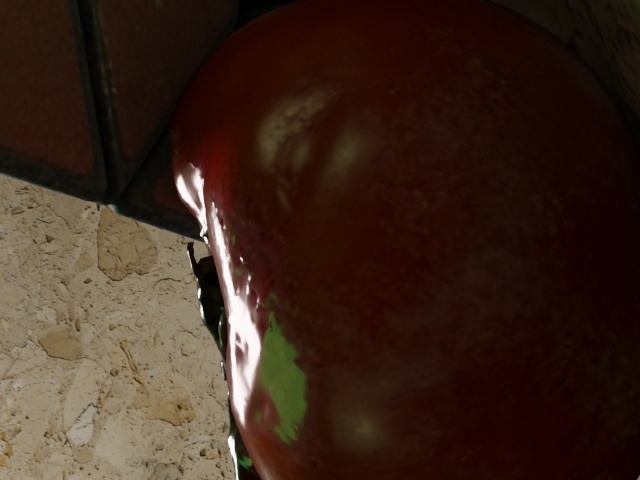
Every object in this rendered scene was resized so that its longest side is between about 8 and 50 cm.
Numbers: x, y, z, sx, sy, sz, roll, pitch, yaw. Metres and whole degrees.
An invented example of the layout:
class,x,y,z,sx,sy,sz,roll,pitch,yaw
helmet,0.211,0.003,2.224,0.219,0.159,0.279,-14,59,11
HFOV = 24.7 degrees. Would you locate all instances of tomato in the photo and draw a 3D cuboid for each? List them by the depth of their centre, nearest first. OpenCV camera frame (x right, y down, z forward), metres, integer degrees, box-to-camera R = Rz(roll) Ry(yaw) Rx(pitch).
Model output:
class,x,y,z,sx,sy,sz,roll,pitch,yaw
tomato,0.033,0.011,0.461,0.187,0.151,0.187,-11,-90,-86

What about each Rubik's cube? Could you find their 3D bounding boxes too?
class,x,y,z,sx,sy,sz,roll,pitch,yaw
Rubik's cube,-0.076,-0.098,0.569,0.233,0.228,0.228,111,143,-58
